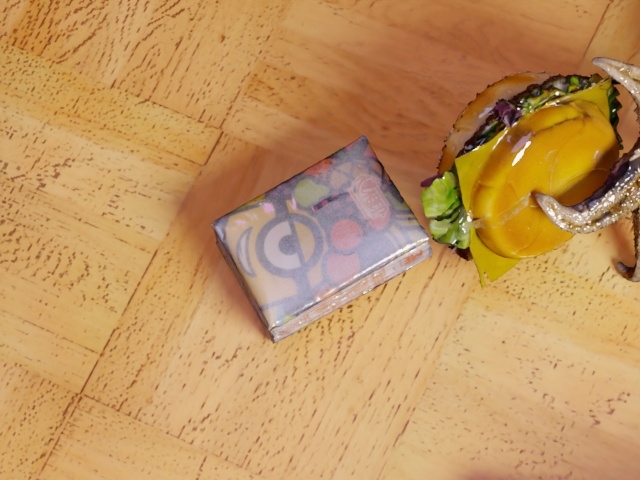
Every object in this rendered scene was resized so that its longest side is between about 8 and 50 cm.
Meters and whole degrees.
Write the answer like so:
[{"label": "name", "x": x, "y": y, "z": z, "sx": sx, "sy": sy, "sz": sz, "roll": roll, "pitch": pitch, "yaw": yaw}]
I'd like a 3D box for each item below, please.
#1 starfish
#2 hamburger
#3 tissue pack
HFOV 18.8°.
[{"label": "starfish", "x": 0.264, "y": -0.065, "z": 1.461, "sx": 0.213, "sy": 0.238, "sz": 0.057, "roll": -33, "pitch": 33, "yaw": -3}, {"label": "hamburger", "x": 0.154, "y": -0.059, "z": 1.492, "sx": 0.189, "sy": 0.164, "sz": 0.093, "roll": -23, "pitch": 43, "yaw": -25}, {"label": "tissue pack", "x": 0.000, "y": 0.000, "z": 1.537, "sx": 0.148, "sy": 0.060, "sz": 0.109, "roll": -29, "pitch": 70, "yaw": -3}]
